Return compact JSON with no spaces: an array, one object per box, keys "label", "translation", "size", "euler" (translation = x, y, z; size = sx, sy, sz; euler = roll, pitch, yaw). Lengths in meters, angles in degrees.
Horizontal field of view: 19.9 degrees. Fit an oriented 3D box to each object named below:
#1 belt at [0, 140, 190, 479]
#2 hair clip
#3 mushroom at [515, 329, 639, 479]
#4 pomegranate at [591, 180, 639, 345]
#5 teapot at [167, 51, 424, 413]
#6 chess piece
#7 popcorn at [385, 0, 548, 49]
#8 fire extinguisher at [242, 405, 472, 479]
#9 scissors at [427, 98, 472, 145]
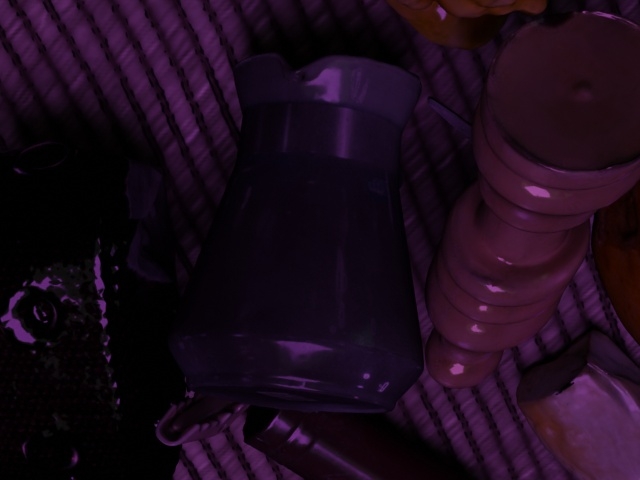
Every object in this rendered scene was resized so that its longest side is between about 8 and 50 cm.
[{"label":"belt","translation":[-0.161,0.061,1.293],"size":[0.164,0.184,0.289],"euler":[2,124,11]},{"label":"hair clip","translation":[-0.053,0.103,1.321],"size":[0.034,0.226,0.072],"euler":[37,131,13]},{"label":"mushroom","translation":[0.277,0.200,1.453],"size":[0.100,0.081,0.312],"euler":[-37,115,15]},{"label":"pomegranate","translation":[0.315,-0.008,1.214],"size":[0.264,0.264,0.264],"euler":[0,124,0]},{"label":"teapot","translation":[0.000,0.000,1.232],"size":[0.171,0.225,0.203],"euler":[2,168,25]},{"label":"chess piece","translation":[0.125,0.002,1.194],"size":[0.124,0.139,0.307],"euler":[6,140,-10]},{"label":"popcorn","translation":[0.108,-0.234,1.079],"size":[0.286,0.225,0.174],"euler":[-45,74,29]},{"label":"fire extinguisher","translation":[0.058,0.195,1.457],"size":[0.267,0.072,0.089],"euler":[34,162,-19]},{"label":"scissors","translation":[0.107,-0.077,1.311],"size":[0.083,0.006,0.036],"euler":[35,118,-21]}]
